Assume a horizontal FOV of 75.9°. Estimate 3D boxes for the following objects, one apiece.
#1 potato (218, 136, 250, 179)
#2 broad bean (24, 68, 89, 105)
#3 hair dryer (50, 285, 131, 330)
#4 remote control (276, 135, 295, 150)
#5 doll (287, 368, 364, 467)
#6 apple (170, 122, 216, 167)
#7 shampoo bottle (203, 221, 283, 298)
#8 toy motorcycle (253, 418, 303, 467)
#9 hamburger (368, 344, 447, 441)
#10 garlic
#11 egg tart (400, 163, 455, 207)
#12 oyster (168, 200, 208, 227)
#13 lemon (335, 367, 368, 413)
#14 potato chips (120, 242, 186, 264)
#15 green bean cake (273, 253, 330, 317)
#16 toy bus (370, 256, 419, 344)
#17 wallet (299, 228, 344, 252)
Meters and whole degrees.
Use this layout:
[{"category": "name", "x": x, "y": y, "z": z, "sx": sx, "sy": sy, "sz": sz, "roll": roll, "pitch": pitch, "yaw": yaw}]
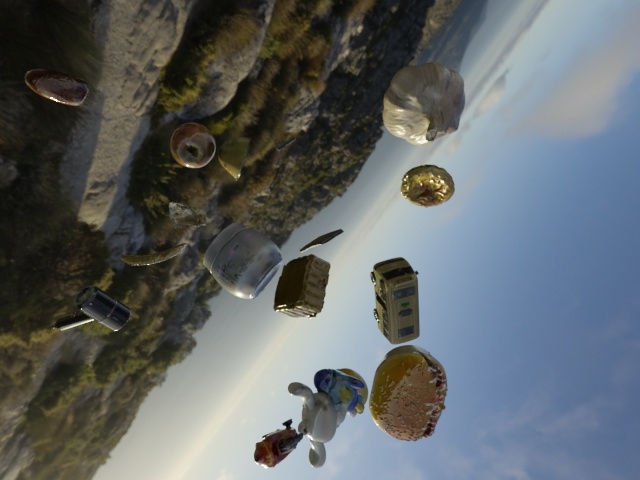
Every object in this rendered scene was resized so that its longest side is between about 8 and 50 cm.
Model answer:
[{"category": "potato", "x": -0.380, "y": -0.364, "z": 1.765, "sx": 0.182, "sy": 0.117, "sz": 0.202, "roll": -50, "pitch": -153, "yaw": 47}, {"category": "broad bean", "x": -0.779, "y": -0.457, "z": 1.216, "sx": 0.165, "sy": 0.114, "sz": 0.084, "roll": 6, "pitch": 118, "yaw": -49}, {"category": "hair dryer", "x": -0.936, "y": 0.288, "z": 1.585, "sx": 0.352, "sy": 0.189, "sz": 0.107, "roll": -18, "pitch": -135, "yaw": 17}, {"category": "remote control", "x": -0.145, "y": -0.406, "z": 1.732, "sx": 0.091, "sy": 0.016, "sz": 0.034, "roll": -34, "pitch": 173, "yaw": -3}, {"category": "doll", "x": 0.032, "y": 0.648, "z": 1.643, "sx": 0.365, "sy": 0.187, "sz": 0.376, "roll": -28, "pitch": 131, "yaw": -42}, {"category": "apple", "x": -0.541, "y": -0.407, "z": 1.749, "sx": 0.188, "sy": 0.188, "sz": 0.174, "roll": -55, "pitch": -161, "yaw": 24}, {"category": "shampoo bottle", "x": -0.317, "y": 0.083, "z": 1.693, "sx": 0.273, "sy": 0.266, "sz": 0.273, "roll": -54, "pitch": 174, "yaw": -9}, {"category": "toy motorcycle", "x": -0.144, "y": 0.678, "z": 1.363, "sx": 0.171, "sy": 0.089, "sz": 0.298, "roll": -28, "pitch": 165, "yaw": -21}, {"category": "hamburger", "x": 0.269, "y": 0.472, "z": 1.268, "sx": 0.151, "sy": 0.227, "sz": 0.295, "roll": -80, "pitch": 177, "yaw": -71}, {"category": "garlic", "x": 0.268, "y": -0.313, "z": 1.013, "sx": 0.218, "sy": 0.218, "sz": 0.212, "roll": -56, "pitch": -154, "yaw": 37}, {"category": "egg tart", "x": 0.471, "y": -0.249, "z": 1.813, "sx": 0.241, "sy": 0.241, "sz": 0.106, "roll": 122, "pitch": -13, "yaw": -51}, {"category": "oyster", "x": -0.753, "y": -0.147, "z": 2.357, "sx": 0.107, "sy": 0.232, "sz": 0.161, "roll": -72, "pitch": 177, "yaw": -53}, {"category": "lemon", "x": 0.135, "y": 0.731, "z": 2.001, "sx": 0.187, "sy": 0.244, "sz": 0.187, "roll": -21, "pitch": 146, "yaw": -15}, {"category": "potato chips", "x": -0.920, "y": 0.086, "z": 2.264, "sx": 0.407, "sy": 0.080, "sz": 0.057, "roll": -11, "pitch": -171, "yaw": 12}, {"category": "green bean cake", "x": -0.071, "y": 0.184, "z": 1.592, "sx": 0.229, "sy": 0.131, "sz": 0.224, "roll": -21, "pitch": -130, "yaw": 50}, {"category": "toy bus", "x": 0.344, "y": 0.270, "z": 1.835, "sx": 0.177, "sy": 0.365, "sz": 0.202, "roll": -14, "pitch": -154, "yaw": -10}, {"category": "wallet", "x": 0.000, "y": 0.001, "z": 2.057, "sx": 0.146, "sy": 0.030, "sz": 0.285, "roll": -31, "pitch": -175, "yaw": -25}]
